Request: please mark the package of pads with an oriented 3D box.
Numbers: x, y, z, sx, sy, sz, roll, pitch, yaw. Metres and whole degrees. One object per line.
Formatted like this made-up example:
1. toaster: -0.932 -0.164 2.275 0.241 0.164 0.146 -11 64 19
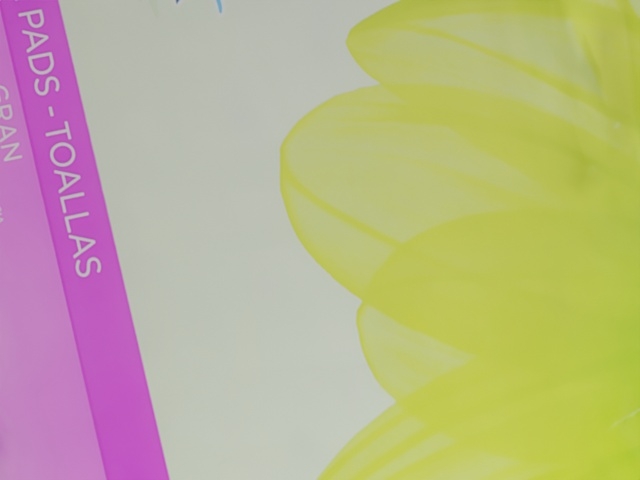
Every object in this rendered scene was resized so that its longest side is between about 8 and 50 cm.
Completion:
1. package of pads: 0.000 0.000 0.531 0.229 0.101 0.296 -13 81 -11
